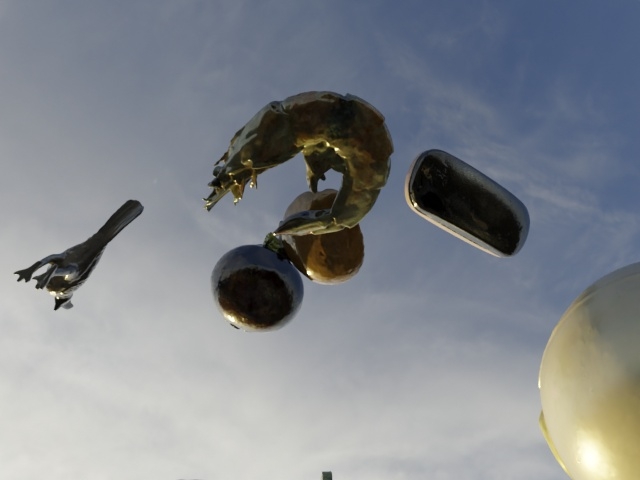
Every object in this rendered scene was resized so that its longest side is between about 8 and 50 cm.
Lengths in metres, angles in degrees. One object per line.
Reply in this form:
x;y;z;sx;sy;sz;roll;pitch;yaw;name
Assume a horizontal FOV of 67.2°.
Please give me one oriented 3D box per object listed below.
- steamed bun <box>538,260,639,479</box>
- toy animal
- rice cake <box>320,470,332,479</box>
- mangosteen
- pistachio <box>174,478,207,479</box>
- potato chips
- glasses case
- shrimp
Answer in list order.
0.419;0.173;0.475;0.373;0.334;0.334;17;-60;18;steamed bun
-0.557;0.055;1.070;0.081;0.205;0.367;45;-69;8;toy animal
0.016;0.680;1.229;0.033;0.171;0.029;10;-35;-14;rice cake
-0.134;0.076;1.147;0.231;0.231;0.290;26;-101;-17;mangosteen
-0.211;0.461;0.668;0.197;0.288;0.166;-35;-80;13;pistachio
-0.001;0.001;0.966;0.195;0.062;0.208;38;-55;8;potato chips
0.285;-0.064;0.909;0.314;0.075;0.122;24;-100;-28;glasses case
-0.047;-0.107;0.812;0.360;0.085;0.247;-21;-70;20;shrimp
